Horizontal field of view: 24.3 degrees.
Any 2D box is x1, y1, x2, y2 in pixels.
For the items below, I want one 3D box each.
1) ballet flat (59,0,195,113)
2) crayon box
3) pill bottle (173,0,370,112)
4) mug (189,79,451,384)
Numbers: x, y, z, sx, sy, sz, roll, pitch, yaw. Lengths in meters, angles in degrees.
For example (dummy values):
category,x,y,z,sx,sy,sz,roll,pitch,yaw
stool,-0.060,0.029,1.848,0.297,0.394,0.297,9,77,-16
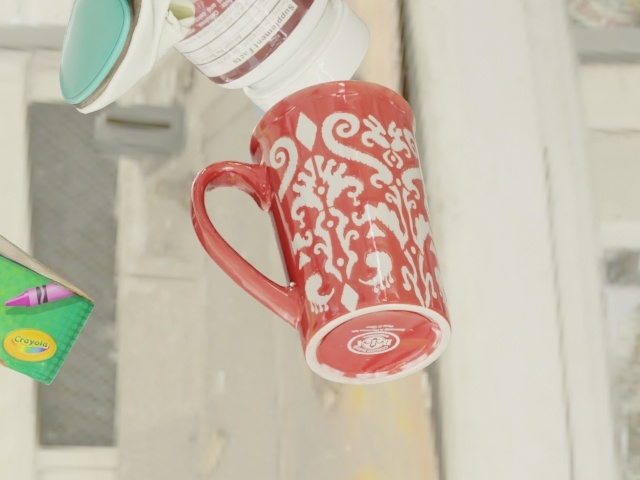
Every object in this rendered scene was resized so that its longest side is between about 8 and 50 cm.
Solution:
category,x,y,z,sx,sy,sz,roll,pitch,yaw
ballet flat,-0.183,-0.294,1.650,0.139,0.139,0.400,-105,30,-41
crayon box,-0.326,0.016,1.251,0.278,0.165,0.081,25,86,53
pill bottle,-0.129,-0.349,2.008,0.224,0.392,0.224,-36,30,25
mug,0.006,0.004,0.953,0.113,0.150,0.169,53,-160,-52
